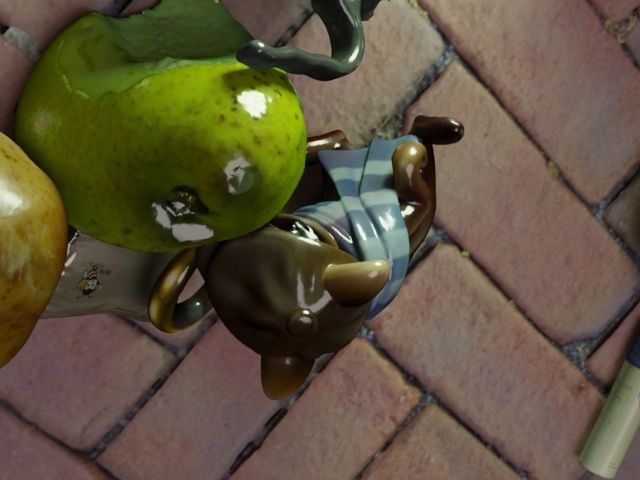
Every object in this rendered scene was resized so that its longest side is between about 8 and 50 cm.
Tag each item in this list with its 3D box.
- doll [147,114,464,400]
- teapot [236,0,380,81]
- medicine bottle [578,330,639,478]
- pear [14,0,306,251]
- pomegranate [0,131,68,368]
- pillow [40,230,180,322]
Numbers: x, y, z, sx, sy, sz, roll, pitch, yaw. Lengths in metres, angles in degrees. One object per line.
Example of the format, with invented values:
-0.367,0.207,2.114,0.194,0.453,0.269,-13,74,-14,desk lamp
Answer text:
-0.003,-0.004,1.444,0.209,0.340,0.318,45,129,-3,doll
0.004,-0.314,1.310,0.223,0.305,0.285,-39,134,24,teapot
0.436,0.222,1.879,0.059,0.059,0.231,14,106,-30,medicine bottle
-0.147,-0.115,1.323,0.286,0.282,0.176,-20,127,-17,pear
-0.384,0.006,1.270,0.307,0.307,0.307,-10,116,-21,pomegranate
-0.213,0.034,1.448,0.131,0.038,0.232,-58,153,14,pillow
